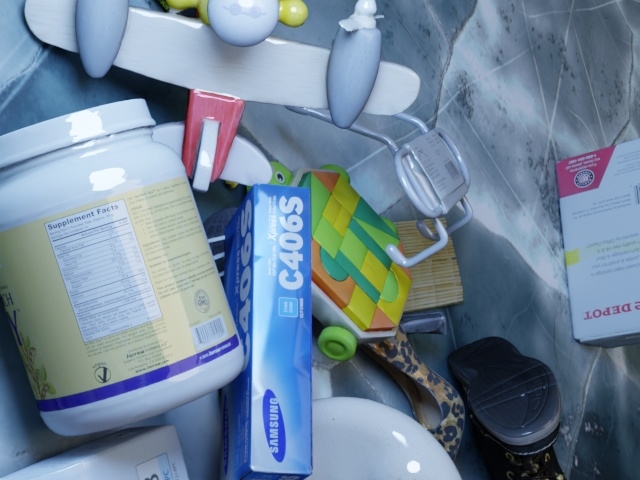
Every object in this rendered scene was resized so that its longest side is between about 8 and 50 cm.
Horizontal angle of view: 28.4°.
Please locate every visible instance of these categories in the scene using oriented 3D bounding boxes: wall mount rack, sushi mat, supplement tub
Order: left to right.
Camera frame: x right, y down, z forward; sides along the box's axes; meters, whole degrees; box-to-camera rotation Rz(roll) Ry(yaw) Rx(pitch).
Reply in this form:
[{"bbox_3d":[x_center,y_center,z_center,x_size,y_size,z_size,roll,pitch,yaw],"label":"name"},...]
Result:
[{"bbox_3d":[-0.242,0.029,1.424,0.241,0.241,0.331,-22,95,-53],"label":"supplement tub"},{"bbox_3d":[0.105,-0.123,1.921,0.304,0.130,0.350,59,21,-1],"label":"wall mount rack"},{"bbox_3d":[0.136,0.043,2.080,0.317,0.019,0.151,-5,80,-53],"label":"sushi mat"}]

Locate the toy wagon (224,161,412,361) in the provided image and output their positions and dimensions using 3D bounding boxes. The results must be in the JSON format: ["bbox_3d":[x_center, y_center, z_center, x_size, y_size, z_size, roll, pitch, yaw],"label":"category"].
[{"bbox_3d":[0.000,0.000,1.849,0.344,0.068,0.267,47,40,-22],"label":"toy wagon"}]

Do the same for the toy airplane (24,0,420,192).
[{"bbox_3d":[-0.118,-0.246,1.589,0.386,0.272,0.384,-34,94,-10],"label":"toy airplane"}]

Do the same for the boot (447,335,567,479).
[{"bbox_3d":[0.323,0.331,2.016,0.377,0.138,0.284,-133,-158,-74],"label":"boot"}]

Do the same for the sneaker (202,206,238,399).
[{"bbox_3d":[-0.097,0.103,1.715,0.121,0.111,0.299,-1,80,-68],"label":"sneaker"}]

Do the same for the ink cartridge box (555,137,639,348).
[{"bbox_3d":[0.641,0.006,2.523,0.160,0.279,0.384,17,65,-49],"label":"ink cartridge box"}]

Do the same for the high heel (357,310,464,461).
[{"bbox_3d":[0.128,0.241,1.964,0.186,0.093,0.261,-2,83,-39],"label":"high heel"}]

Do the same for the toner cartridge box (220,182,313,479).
[{"bbox_3d":[-0.067,0.122,1.525,0.075,0.165,0.347,5,68,-15],"label":"toner cartridge box"}]

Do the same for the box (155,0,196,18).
[{"bbox_3d":[-0.166,-0.401,1.753,0.190,0.045,0.184,-45,108,-22],"label":"box"}]

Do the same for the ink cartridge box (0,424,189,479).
[{"bbox_3d":[-0.276,0.396,1.349,0.385,0.091,0.308,-17,95,-52],"label":"ink cartridge box"}]

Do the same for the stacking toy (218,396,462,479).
[{"bbox_3d":[0.087,0.417,1.730,0.480,0.351,0.350,37,48,-64],"label":"stacking toy"}]
